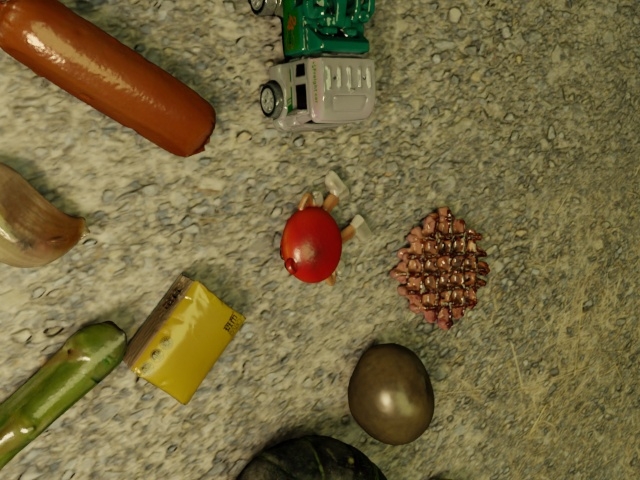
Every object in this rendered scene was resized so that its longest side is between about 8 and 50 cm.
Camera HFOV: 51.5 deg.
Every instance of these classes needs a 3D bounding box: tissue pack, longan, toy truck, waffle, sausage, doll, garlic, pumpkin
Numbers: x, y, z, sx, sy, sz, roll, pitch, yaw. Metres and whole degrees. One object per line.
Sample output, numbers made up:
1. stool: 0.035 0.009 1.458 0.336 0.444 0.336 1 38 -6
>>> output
1. tissue pack: -0.212 0.153 1.040 0.120 0.082 0.169 44 72 -31
2. longan: 0.132 0.286 1.242 0.168 0.167 0.187 -1 96 -34
3. toy truck: -0.004 -0.356 1.062 0.177 0.178 0.363 -8 103 -33
4. waffle: 0.251 0.061 1.357 0.234 0.055 0.221 44 74 -24
5. sausage: -0.289 -0.226 0.934 0.349 0.094 0.097 30 83 -33
6. doll: 0.000 0.000 1.166 0.217 0.085 0.183 -52 123 -38
7. garlic: -0.416 -0.048 0.890 0.198 0.091 0.128 50 54 -21
8. pumpkin: -0.020 0.494 1.116 0.324 0.241 0.322 3 82 -23

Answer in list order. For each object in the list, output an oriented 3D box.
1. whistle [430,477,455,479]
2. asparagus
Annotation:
1. whistle: 0.230 0.557 1.375 0.223 0.123 0.122 9 91 -20
2. asparagus: -0.410 0.244 0.922 0.343 0.085 0.082 -45 114 -19
